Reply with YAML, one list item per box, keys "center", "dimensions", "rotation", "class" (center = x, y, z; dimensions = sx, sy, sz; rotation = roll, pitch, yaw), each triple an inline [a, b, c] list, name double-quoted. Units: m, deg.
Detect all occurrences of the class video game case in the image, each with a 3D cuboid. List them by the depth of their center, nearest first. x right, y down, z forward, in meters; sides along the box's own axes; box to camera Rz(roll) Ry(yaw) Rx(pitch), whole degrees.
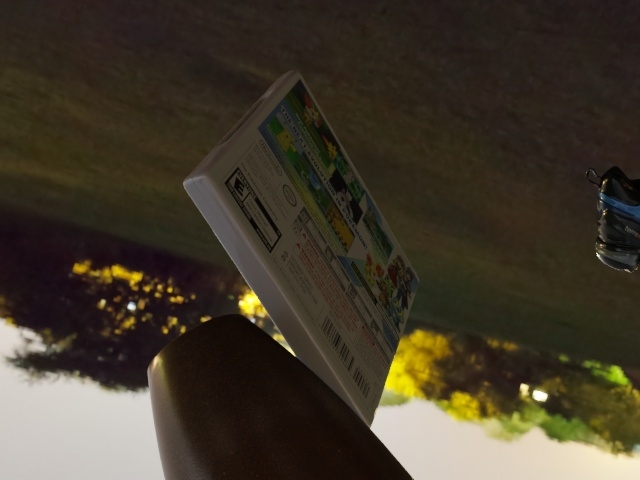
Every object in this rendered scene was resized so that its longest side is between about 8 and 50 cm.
- center: [0.000, 0.000, 0.975]
  dimensions: [0.036, 0.300, 0.329]
  rotation: [-22, 111, 28]
  class: "video game case"

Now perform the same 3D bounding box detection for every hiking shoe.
- center: [0.484, -0.048, 1.035]
  dimensions: [0.304, 0.132, 0.113]
  rotation: [-10, -162, 4]
  class: "hiking shoe"

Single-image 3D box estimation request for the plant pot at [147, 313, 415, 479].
- center: [-0.058, 0.189, 0.781]
  dimensions: [0.230, 0.215, 0.215]
  rotation: [56, -169, 20]
  class: "plant pot"
